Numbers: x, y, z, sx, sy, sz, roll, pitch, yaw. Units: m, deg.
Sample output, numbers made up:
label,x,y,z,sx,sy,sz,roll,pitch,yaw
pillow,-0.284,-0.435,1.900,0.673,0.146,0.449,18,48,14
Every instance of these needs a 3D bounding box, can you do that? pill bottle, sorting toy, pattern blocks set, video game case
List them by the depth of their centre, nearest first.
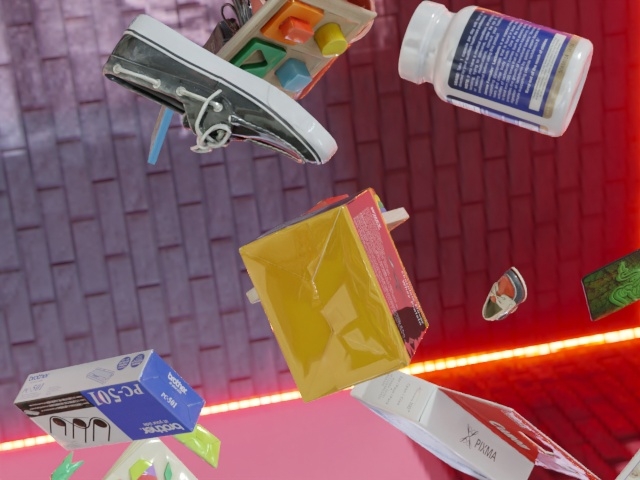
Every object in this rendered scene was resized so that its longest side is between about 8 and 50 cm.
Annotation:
label,x,y,z,sx,sy,sz,roll,pitch,yaw
sorting toy,-0.034,-0.251,1.512,0.348,0.196,0.047,-41,-117,30
pill bottle,0.262,-0.266,1.738,0.153,0.265,0.153,20,90,-76
pattern blocks set,-0.256,0.411,1.789,0.285,0.325,0.026,-60,-173,-23
video game case,-0.268,-0.207,1.968,0.166,0.015,0.119,-107,-142,-69
sorting toy,0.000,0.000,2.200,0.089,0.255,0.257,59,30,8

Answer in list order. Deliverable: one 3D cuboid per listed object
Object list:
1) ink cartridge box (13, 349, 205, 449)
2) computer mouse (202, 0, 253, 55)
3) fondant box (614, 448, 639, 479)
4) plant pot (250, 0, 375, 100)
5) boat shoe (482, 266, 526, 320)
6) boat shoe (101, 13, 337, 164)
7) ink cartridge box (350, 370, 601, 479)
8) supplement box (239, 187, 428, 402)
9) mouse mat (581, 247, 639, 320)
label,x,y,z,sx,sy,sz,roll,pitch,yaw
ink cartridge box,-0.239,0.182,1.293,0.097,0.207,0.046,51,42,-31
computer mouse,-0.147,-0.278,1.894,0.272,0.072,0.188,-36,-121,58
fondant box,0.572,0.450,1.827,0.238,0.096,0.330,39,-65,18
plant pot,-0.061,-0.454,2.493,0.265,0.272,0.272,-51,-134,52
boat shoe,0.272,0.083,1.712,0.137,0.043,0.049,97,-30,-65
boat shoe,-0.128,-0.159,1.398,0.105,0.306,0.113,-56,174,-11
ink cartridge box,0.223,0.283,1.624,0.261,0.066,0.296,15,-18,46
supplement box,0.022,0.058,1.343,0.191,0.129,0.194,67,14,-4
mouse mat,0.534,0.073,2.012,0.007,0.153,0.189,65,5,32
